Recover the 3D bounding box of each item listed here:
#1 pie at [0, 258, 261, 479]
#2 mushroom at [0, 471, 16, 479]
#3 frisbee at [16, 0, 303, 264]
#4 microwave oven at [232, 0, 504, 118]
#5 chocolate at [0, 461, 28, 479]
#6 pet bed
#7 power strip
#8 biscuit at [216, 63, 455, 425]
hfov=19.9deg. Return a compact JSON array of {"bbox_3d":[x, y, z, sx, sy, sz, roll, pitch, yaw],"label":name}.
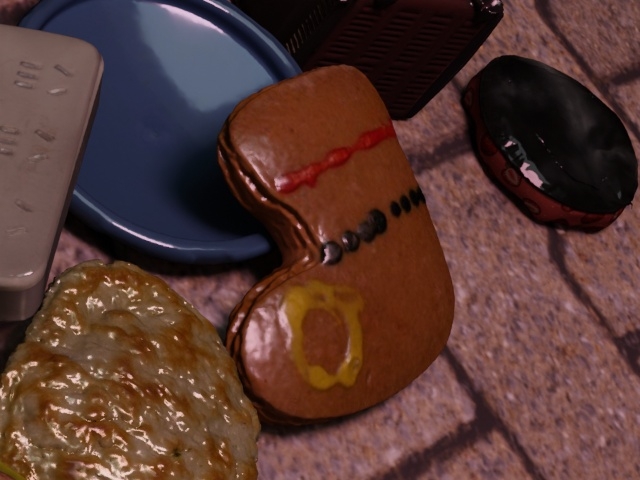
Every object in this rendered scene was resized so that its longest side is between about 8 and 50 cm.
[{"bbox_3d":[-0.136,0.134,1.280,0.201,0.090,0.248,34,40,-11],"label":"pie"},{"bbox_3d":[-0.164,0.200,0.964,0.285,0.156,0.151,46,30,-15],"label":"mushroom"},{"bbox_3d":[-0.129,-0.097,1.509,0.290,0.049,0.289,16,52,-21],"label":"frisbee"},{"bbox_3d":[0.035,-0.256,1.677,0.188,0.178,0.247,2,55,-33],"label":"microwave oven"},{"bbox_3d":[-0.239,0.262,1.055,0.289,0.137,0.301,36,43,-8],"label":"chocolate"},{"bbox_3d":[0.229,-0.096,1.784,0.201,0.053,0.201,20,45,-22],"label":"pet bed"},{"bbox_3d":[-0.272,-0.062,1.319,0.194,0.059,0.265,10,45,-3],"label":"power strip"},{"bbox_3d":[0.001,0.000,1.462,0.262,0.052,0.277,-19,89,-48],"label":"biscuit"}]
